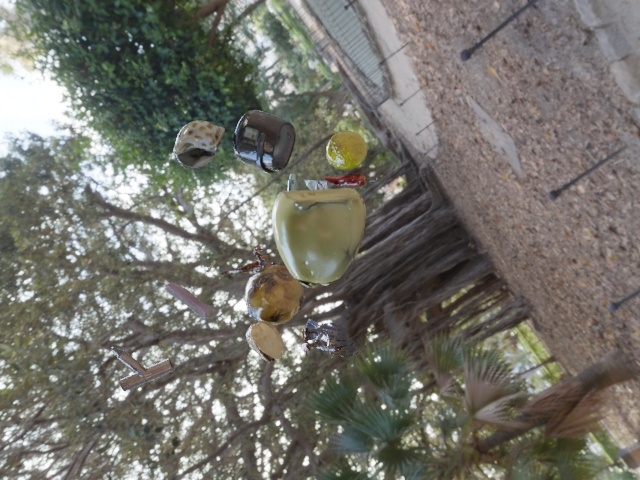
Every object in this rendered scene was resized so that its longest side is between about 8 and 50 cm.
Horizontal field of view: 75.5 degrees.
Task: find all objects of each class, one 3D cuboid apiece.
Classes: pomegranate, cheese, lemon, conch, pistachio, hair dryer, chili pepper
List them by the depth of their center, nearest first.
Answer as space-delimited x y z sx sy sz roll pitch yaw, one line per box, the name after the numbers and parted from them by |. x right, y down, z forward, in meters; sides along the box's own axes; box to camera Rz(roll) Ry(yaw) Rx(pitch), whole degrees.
0.000 0.000 1.173 0.128 0.259 0.316 -91 -1 -63 | cheese
-0.684 0.451 1.555 0.054 0.195 0.220 -129 22 -54 | hair dryer
0.111 -0.390 1.793 0.206 0.173 0.173 -5 -123 -54 | lemon
-0.540 -0.450 1.865 0.149 0.275 0.183 45 149 40 | conch
0.128 -0.271 1.868 0.059 0.267 0.051 67 -150 -57 | chili pepper
-0.262 0.486 1.979 0.229 0.157 0.157 61 -172 -24 | pistachio
-0.234 0.279 2.118 0.322 0.322 0.322 50 -167 -15 | pomegranate

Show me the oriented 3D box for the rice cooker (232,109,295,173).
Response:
-0.252 -0.433 1.821 0.224 0.267 0.267 18 -175 14 | rice cooker

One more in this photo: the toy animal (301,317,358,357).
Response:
0.019 0.370 1.549 0.298 0.185 0.122 -176 85 -75 | toy animal

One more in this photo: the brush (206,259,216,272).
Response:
-0.630 0.150 2.386 0.016 0.084 0.013 35 159 -3 | brush

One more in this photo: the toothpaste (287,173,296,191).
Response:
-0.164 -0.225 2.294 0.048 0.074 0.297 14 -105 -41 | toothpaste

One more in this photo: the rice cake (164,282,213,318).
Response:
-0.453 0.203 1.414 0.206 0.036 0.047 30 -172 23 | rice cake

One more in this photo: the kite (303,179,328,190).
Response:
-0.014 -0.191 1.898 0.012 0.250 0.229 -24 -112 -34 | kite

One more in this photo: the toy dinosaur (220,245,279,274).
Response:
-0.396 0.145 2.583 0.432 0.208 0.097 9 -146 -5 | toy dinosaur
